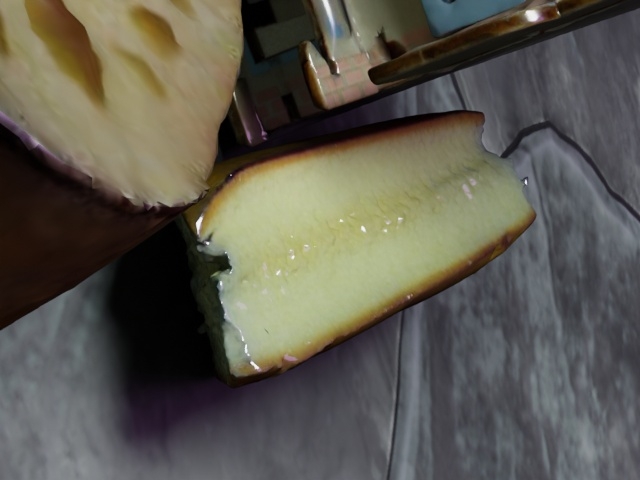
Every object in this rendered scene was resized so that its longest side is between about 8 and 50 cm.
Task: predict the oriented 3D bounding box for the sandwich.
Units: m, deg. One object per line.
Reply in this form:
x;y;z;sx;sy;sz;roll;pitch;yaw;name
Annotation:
0.000;0.000;0.822;0.258;0.096;0.094;-20;92;-55;sandwich

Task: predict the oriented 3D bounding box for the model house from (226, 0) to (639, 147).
0.067;-0.201;0.777;0.169;0.326;0.244;-17;90;-55;model house

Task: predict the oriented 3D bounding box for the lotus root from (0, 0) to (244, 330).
-0.186;-0.108;0.453;0.316;0.250;0.316;40;35;-36;lotus root
